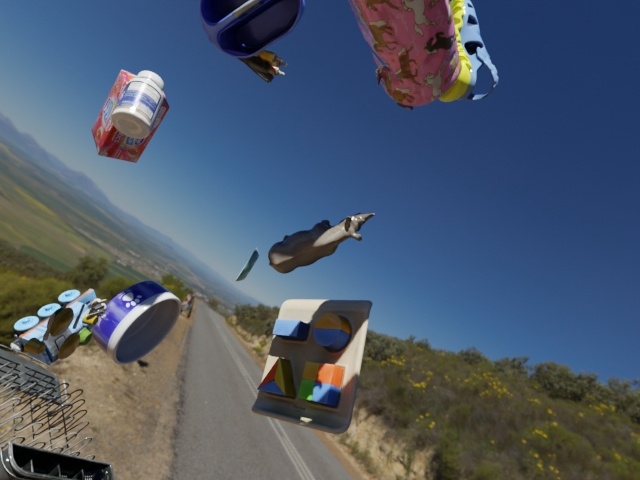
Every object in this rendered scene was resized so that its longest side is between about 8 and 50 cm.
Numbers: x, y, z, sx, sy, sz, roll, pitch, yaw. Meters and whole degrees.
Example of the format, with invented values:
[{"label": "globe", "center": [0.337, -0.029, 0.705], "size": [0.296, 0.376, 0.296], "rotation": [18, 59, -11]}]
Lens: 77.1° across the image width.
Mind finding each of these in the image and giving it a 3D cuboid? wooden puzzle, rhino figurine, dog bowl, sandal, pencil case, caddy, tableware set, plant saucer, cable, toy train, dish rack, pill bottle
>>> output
[{"label": "wooden puzzle", "center": [-0.037, 0.309, 1.090], "size": [0.322, 0.348, 0.080], "rotation": [-6, -35, 38]}, {"label": "rhino figurine", "center": [0.000, 0.000, 0.809], "size": [0.073, 0.243, 0.106], "rotation": [64, 16, -7]}, {"label": "dog bowl", "center": [-0.591, 0.265, 1.308], "size": [0.104, 0.265, 0.265], "rotation": [34, -12, 14]}, {"label": "sandal", "center": [0.351, -0.456, 0.981], "size": [0.138, 0.317, 0.126], "rotation": [11, -21, -19]}, {"label": "pencil case", "center": [0.134, -0.419, 0.718], "size": [0.386, 0.167, 0.160], "rotation": [44, 12, -52]}, {"label": "caddy", "center": [-0.209, -0.731, 1.254], "size": [0.341, 0.179, 0.241], "rotation": [-21, -65, 22]}, {"label": "tableware set", "center": [-0.418, 0.148, 0.661], "size": [0.024, 0.104, 0.154], "rotation": [22, 2, 1]}, {"label": "plant saucer", "center": [-0.216, 0.076, 1.206], "size": [0.021, 0.119, 0.119], "rotation": [32, -12, -9]}, {"label": "cable", "center": [-0.254, -0.658, 1.423], "size": [0.287, 0.072, 0.139], "rotation": [31, -10, 2]}, {"label": "toy train", "center": [-0.539, 0.174, 0.843], "size": [0.105, 0.184, 0.080], "rotation": [11, -59, 19]}, {"label": "dish rack", "center": [-0.455, 0.281, 0.649], "size": [0.271, 0.074, 0.208], "rotation": [49, -13, 37]}, {"label": "pill bottle", "center": [-0.329, -0.251, 0.734], "size": [0.067, 0.120, 0.067], "rotation": [5, -30, 3]}]

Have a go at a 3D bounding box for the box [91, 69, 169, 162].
[{"label": "box", "center": [-0.608, -0.385, 1.276], "size": [0.128, 0.257, 0.123], "rotation": [6, 49, -49]}]
